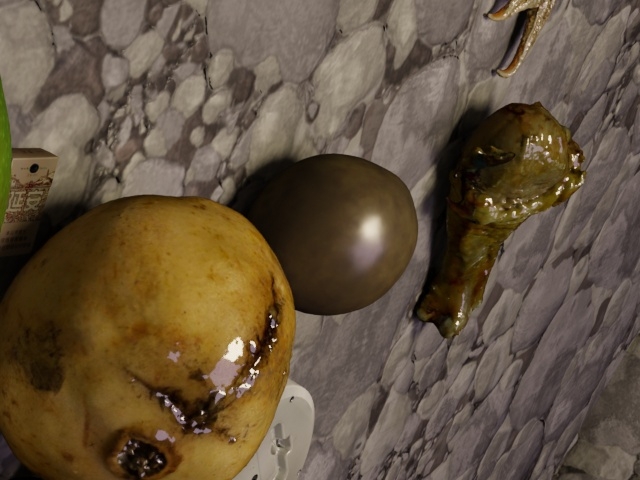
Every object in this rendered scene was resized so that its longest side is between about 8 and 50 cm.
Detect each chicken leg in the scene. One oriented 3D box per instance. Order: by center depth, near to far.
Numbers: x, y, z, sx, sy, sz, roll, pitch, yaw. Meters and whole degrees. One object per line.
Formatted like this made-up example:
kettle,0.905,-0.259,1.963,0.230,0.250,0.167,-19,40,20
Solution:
chicken leg,0.235,-0.044,1.798,0.211,0.140,0.361,-22,147,-26

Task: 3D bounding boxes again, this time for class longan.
longan,0.000,0.000,1.375,0.185,0.159,0.204,-13,166,-38

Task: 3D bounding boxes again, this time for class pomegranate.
pomegranate,-0.142,0.090,1.094,0.260,0.260,0.260,-43,148,-36

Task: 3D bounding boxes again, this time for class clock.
clock,-0.099,0.245,1.499,0.230,0.083,0.230,-46,151,-35

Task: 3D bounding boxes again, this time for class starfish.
starfish,0.276,-0.322,1.695,0.138,0.050,0.247,25,89,-63

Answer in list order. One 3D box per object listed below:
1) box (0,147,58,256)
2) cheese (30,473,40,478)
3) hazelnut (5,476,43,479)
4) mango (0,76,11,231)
box,-0.235,-0.029,1.045,0.053,0.024,0.083,-10,124,-60
cheese,-0.220,0.214,1.245,0.092,0.047,0.171,17,86,-47
hazelnut,-0.245,0.302,1.100,0.229,0.229,0.229,-43,148,-36
mango,-0.275,-0.052,0.750,0.382,0.201,0.225,92,3,-54
